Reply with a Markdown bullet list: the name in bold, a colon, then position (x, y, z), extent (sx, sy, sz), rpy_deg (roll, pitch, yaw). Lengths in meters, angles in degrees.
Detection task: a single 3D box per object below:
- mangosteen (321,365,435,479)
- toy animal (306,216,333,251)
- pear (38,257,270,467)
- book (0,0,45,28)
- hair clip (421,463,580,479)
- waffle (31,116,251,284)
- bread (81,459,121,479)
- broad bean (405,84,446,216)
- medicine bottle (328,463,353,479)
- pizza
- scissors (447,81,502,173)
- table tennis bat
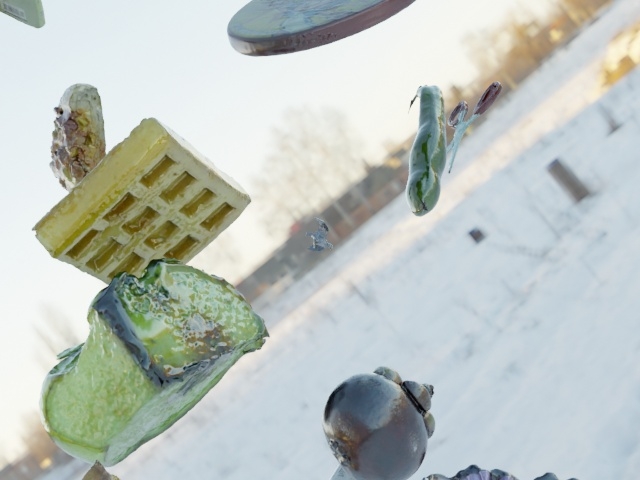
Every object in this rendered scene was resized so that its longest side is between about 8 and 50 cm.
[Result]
- **mangosteen**: position (0.072, 0.201, 1.484), extent (0.140, 0.140, 0.140), rpy_deg (-38, -1, -1)
- **toy animal**: position (-0.001, 0.000, 2.209), extent (0.028, 0.050, 0.084), rpy_deg (-20, -31, -23)
- **pear**: position (-0.229, 0.162, 1.699), extent (0.255, 0.164, 0.238), rpy_deg (-49, -15, 33)
- **book**: position (-0.603, -0.506, 2.357), extent (0.035, 0.239, 0.352), rpy_deg (-62, -3, -20)
- **hair clip**: position (0.275, 0.344, 1.754), extent (0.084, 0.292, 0.106), rpy_deg (-87, 8, -59)
- **waffle**: position (-0.232, -0.033, 1.798), extent (0.221, 0.055, 0.248), rpy_deg (-42, -32, 6)
- **bread**: position (-0.243, 0.330, 1.429), extent (0.103, 0.065, 0.187), rpy_deg (28, -96, -63)
- **broad bean**: position (0.163, -0.144, 2.057), extent (0.318, 0.056, 0.098), rpy_deg (-84, 9, -52)
- **medicine bottle**: position (0.052, 0.359, 1.953), extent (0.079, 0.079, 0.140), rpy_deg (-40, 9, 47)
- **pizza**: position (-0.415, -0.137, 2.303), extent (0.081, 0.228, 0.289), rpy_deg (-13, -18, -23)
- **scissors**: position (0.265, -0.201, 2.582), extent (0.144, 0.017, 0.247), rpy_deg (-29, 26, 51)
- **table tennis bat**: position (0.041, -0.338, 1.791), extent (0.268, 0.051, 0.415), rpy_deg (2, 31, 37)
